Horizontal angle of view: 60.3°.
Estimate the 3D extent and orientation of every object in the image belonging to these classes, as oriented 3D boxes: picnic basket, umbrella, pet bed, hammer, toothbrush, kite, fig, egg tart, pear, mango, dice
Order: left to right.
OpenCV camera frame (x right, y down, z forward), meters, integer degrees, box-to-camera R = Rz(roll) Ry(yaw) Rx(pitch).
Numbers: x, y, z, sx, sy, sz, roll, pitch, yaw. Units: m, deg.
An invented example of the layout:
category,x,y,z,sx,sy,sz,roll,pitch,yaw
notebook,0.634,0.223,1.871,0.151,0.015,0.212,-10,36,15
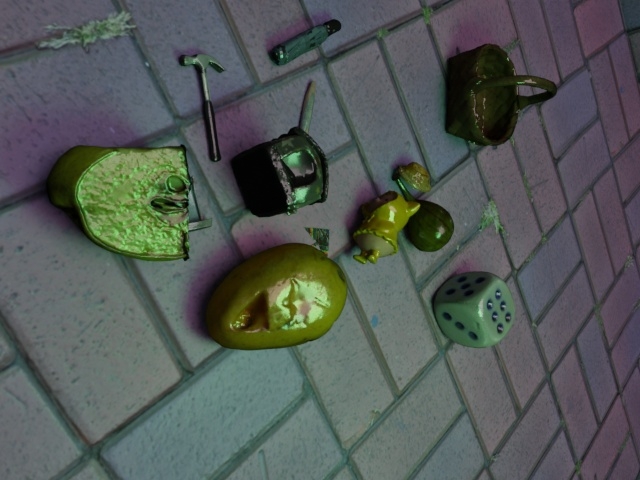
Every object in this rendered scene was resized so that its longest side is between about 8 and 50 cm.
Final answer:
category,x,y,z,sx,sy,sz,roll,pitch,yaw
pear,-0.394,-0.069,1.086,0.256,0.164,0.238,-8,105,-34
hammer,-0.255,-0.307,1.283,0.103,0.029,0.246,-16,101,-38
mango,-0.103,0.143,1.317,0.365,0.182,0.252,-19,104,-27
pet bed,-0.081,-0.155,1.298,0.159,0.211,0.183,-27,98,-32
toothbrush,-0.049,-0.246,1.449,0.028,0.037,0.374,18,75,-41
umbrella,-0.032,-0.525,1.451,0.250,0.052,0.053,-38,112,-32
kite,0.000,0.000,1.500,0.090,0.004,0.122,-43,115,-32
fig,0.294,-0.080,1.694,0.259,0.151,0.151,46,56,10
egg tart,0.294,-0.197,1.675,0.129,0.049,0.128,29,29,-18
dice,0.499,0.221,1.787,0.194,0.192,0.193,-38,114,-35
picnic basket,0.597,-0.481,1.799,0.293,0.337,0.336,3,87,-40

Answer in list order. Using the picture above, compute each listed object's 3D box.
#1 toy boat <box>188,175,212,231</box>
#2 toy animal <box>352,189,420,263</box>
category,x,y,z,sx,sy,sz,roll,pitch,yaw
toy boat,-0.299,-0.081,1.247,0.096,0.034,0.122,-16,90,-38
toy animal,0.174,-0.032,1.553,0.156,0.156,0.229,46,64,-29
